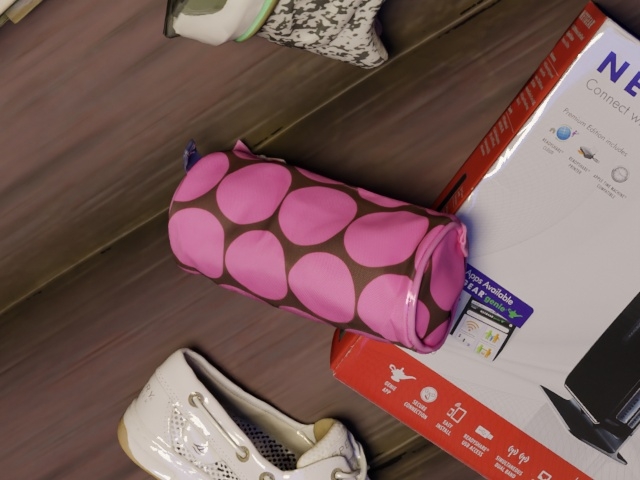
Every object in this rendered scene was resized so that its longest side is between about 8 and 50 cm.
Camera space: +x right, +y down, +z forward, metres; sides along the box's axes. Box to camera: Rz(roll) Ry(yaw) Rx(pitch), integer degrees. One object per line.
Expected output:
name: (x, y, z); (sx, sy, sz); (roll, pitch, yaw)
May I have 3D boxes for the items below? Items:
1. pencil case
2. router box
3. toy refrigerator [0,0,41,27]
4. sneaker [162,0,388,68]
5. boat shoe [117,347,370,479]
pencil case: (0.000, 0.000, 0.888); (0.209, 0.098, 0.095); (20, 151, 31)
router box: (0.227, 0.055, 0.943); (0.335, 0.082, 0.301); (34, 107, -8)
toy refrigerator: (-0.201, -0.196, 0.874); (0.269, 0.102, 0.094); (-40, 102, 13)
sneaker: (0.062, -0.267, 0.820); (0.182, 0.158, 0.410); (20, 126, -25)
boat shoe: (-0.008, 0.174, 0.986); (0.277, 0.098, 0.096); (32, 108, -6)
